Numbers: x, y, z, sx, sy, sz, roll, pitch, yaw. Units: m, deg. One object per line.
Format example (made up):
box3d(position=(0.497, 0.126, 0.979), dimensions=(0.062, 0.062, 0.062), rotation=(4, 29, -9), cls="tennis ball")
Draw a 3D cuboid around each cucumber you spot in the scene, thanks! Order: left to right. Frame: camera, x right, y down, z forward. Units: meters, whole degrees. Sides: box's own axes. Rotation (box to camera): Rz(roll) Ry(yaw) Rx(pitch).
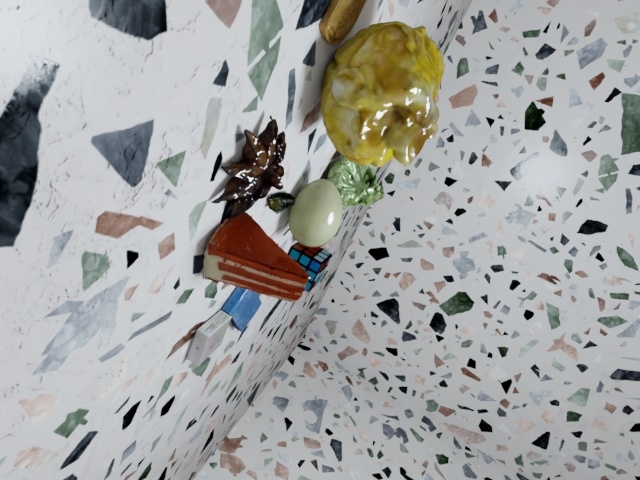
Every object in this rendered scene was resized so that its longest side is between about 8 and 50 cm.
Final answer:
box3d(position=(-0.119, -0.125, 1.369), dimensions=(0.053, 0.053, 0.181), rotation=(-64, 172, 18), cls="cucumber")

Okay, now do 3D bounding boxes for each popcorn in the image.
box3d(position=(0.160, -0.407, 1.220), dimensions=(0.354, 0.344, 0.389), rotation=(-16, -125, 43), cls="popcorn")

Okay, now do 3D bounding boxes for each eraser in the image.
box3d(position=(-0.280, 0.240, 1.589), dimensions=(0.144, 0.043, 0.311), rotation=(-56, 169, -21), cls="eraser")

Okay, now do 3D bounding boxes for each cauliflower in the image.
box3d(position=(0.147, -0.223, 1.812), dimensions=(0.275, 0.251, 0.272), rotation=(-60, 167, -3), cls="cauliflower")

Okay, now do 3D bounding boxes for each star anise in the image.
box3d(position=(-0.138, -0.155, 1.025), dimensions=(0.271, 0.103, 0.272), rotation=(-55, 166, -21), cls="star anise")

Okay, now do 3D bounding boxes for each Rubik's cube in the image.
box3d(position=(-0.064, 0.108, 1.947), dimensions=(0.162, 0.161, 0.163), rotation=(-65, 170, 19), cls="Rubik's cube")

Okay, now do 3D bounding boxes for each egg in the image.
box3d(position=(-0.015, -0.096, 1.542), dimensions=(0.188, 0.189, 0.253), rotation=(-41, 155, -63), cls="egg")

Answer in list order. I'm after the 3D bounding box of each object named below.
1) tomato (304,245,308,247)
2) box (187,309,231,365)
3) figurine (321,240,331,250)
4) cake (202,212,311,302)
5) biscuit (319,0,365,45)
box3d(position=(-0.012, -0.055, 1.823), dimensions=(0.195, 0.136, 0.195), rotation=(-58, 170, -16), cls="tomato")
box3d(position=(-0.355, 0.309, 1.390), dimensions=(0.129, 0.051, 0.130), rotation=(-66, 168, 26), cls="box")
box3d(position=(0.000, 0.000, 2.138), dimensions=(0.137, 0.112, 0.229), rotation=(-55, -175, 16), cls="figurine")
box3d(position=(-0.154, 0.045, 1.134), dimensions=(0.158, 0.262, 0.159), rotation=(114, -9, -49), cls="cake")
box3d(position=(0.061, -0.561, 1.078), dimensions=(0.220, 0.029, 0.141), rotation=(-54, 168, -34), cls="biscuit")
